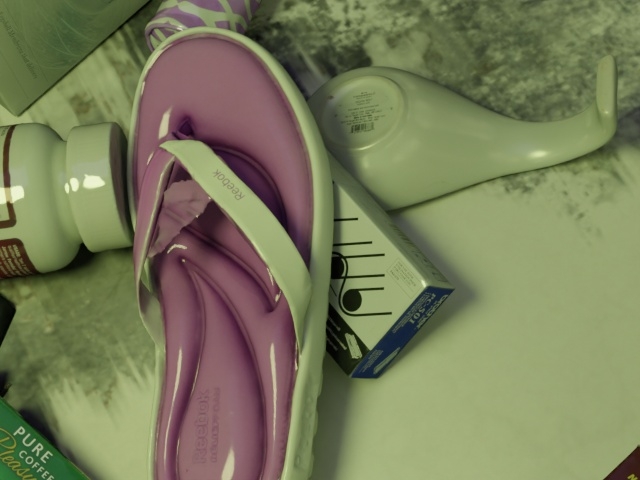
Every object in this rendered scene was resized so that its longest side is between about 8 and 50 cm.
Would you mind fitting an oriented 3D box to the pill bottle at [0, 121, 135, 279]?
[{"bbox_3d":[-0.262,-0.028,1.176,0.221,0.121,0.121,-8,62,4],"label":"pill bottle"}]

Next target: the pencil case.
[{"bbox_3d":[-0.071,-0.232,1.275,0.088,0.086,0.206,31,71,-7],"label":"pencil case"}]

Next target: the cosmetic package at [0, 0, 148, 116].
[{"bbox_3d":[-0.247,-0.266,1.238,0.138,0.224,0.225,39,75,25],"label":"cosmetic package"}]

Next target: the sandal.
[{"bbox_3d":[-0.075,0.024,1.079,0.169,0.102,0.416,-14,72,21],"label":"sandal"}]

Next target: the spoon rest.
[{"bbox_3d":[0.105,-0.087,1.181,0.276,0.084,0.137,-5,61,22],"label":"spoon rest"}]

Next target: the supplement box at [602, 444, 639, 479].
[{"bbox_3d":[0.174,0.266,0.978,0.239,0.073,0.130,-40,65,-11],"label":"supplement box"}]

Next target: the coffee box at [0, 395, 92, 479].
[{"bbox_3d":[-0.262,0.215,1.085,0.113,0.040,0.184,39,75,11],"label":"coffee box"}]

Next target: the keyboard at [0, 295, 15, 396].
[{"bbox_3d":[-0.298,0.118,1.154,0.100,0.038,0.192,12,66,15],"label":"keyboard"}]

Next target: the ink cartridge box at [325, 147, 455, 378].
[{"bbox_3d":[0.000,0.000,1.138,0.097,0.046,0.207,-50,62,18],"label":"ink cartridge box"}]
